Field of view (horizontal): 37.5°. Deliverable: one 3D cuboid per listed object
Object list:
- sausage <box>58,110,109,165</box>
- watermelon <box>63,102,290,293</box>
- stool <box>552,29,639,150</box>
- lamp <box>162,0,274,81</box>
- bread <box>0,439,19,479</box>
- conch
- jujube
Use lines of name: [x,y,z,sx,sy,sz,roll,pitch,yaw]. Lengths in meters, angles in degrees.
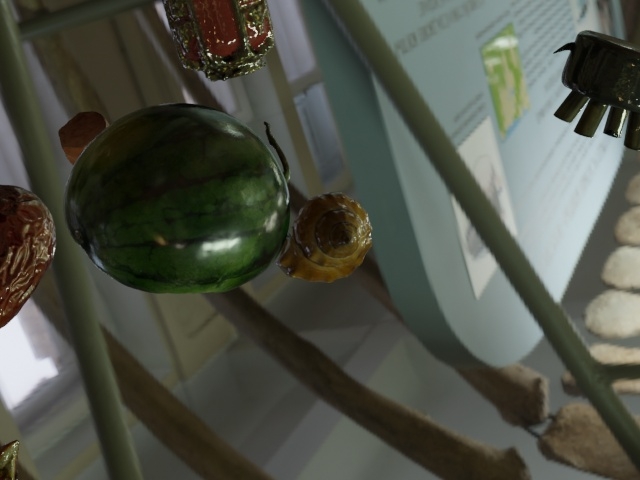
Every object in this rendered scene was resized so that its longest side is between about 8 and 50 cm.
sausage: [-0.247,-0.073,1.113,0.065,0.169,0.065,-8,-128,11]
watermelon: [-0.123,-0.056,0.892,0.232,0.127,0.204,-9,-124,-19]
stool: [0.431,-0.202,1.308,0.228,0.139,0.153,29,-157,30]
lamp: [-0.167,-0.388,1.466,0.177,0.274,0.177,-15,-160,6]
bread: [-0.512,0.431,1.432,0.095,0.269,0.139,6,-152,-41]
conch: [0.005,0.002,1.125,0.093,0.109,0.330,23,176,-5]
jujube: [-0.542,0.029,1.569,0.190,0.190,0.255,-11,-123,23]
